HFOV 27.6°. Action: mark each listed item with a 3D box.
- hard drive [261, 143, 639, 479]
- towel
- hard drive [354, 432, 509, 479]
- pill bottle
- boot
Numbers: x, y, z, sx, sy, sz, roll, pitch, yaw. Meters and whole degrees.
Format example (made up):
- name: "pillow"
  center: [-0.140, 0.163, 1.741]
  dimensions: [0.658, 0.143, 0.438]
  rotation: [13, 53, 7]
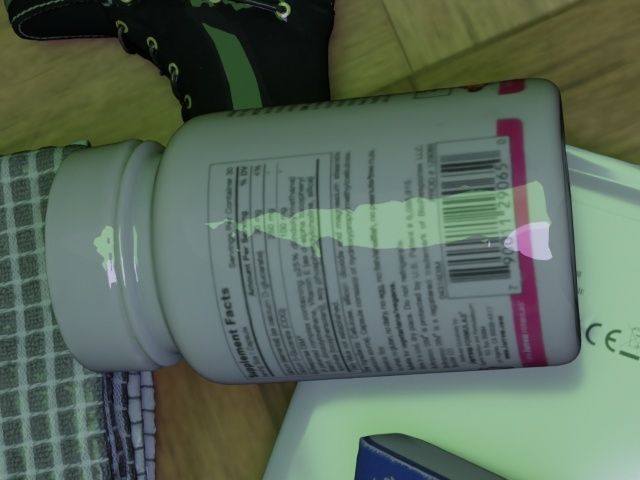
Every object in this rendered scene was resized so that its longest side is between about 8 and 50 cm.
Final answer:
- name: "hard drive"
  center: [0.101, 0.110, 0.807]
  dimensions: [0.233, 0.047, 0.353]
  rotation: [19, 83, 15]
- name: "towel"
  center: [-0.236, 0.079, 0.846]
  dimensions: [0.235, 0.121, 0.283]
  rotation: [-11, 77, 9]
- name: "hard drive"
  center: [0.074, 0.284, 0.676]
  dimensions: [0.210, 0.040, 0.318]
  rotation: [17, 102, 54]
- name: "pill bottle"
  center: [0.000, 0.000, 0.743]
  dimensions: [0.283, 0.160, 0.160]
  rotation: [-4, 79, 12]
- name: "boot"
  center: [-0.097, -0.110, 0.872]
  dimensions: [0.236, 0.085, 0.178]
  rotation: [-7, 80, 10]
